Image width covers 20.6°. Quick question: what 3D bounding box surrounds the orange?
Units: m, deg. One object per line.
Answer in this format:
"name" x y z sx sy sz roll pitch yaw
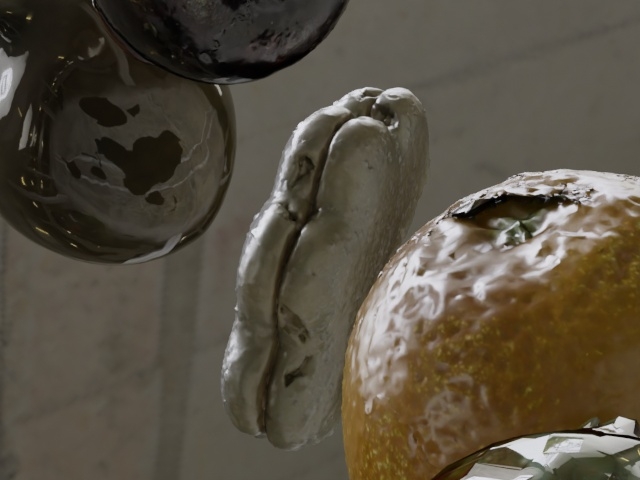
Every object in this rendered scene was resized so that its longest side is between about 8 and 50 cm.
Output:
"orange" 0.140 0.095 0.905 0.274 0.274 0.274 -27 -41 -27

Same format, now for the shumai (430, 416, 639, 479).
"shumai" 0.122 0.172 0.523 0.225 0.261 0.222 -47 -44 -48

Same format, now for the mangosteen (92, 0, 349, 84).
"mangosteen" -0.089 -0.219 1.329 0.211 0.250 0.211 0 -90 -26

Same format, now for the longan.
"longan" -0.234 -0.128 1.739 0.288 0.350 0.288 -32 -23 -16

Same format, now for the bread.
"bread" 0.005 0.002 1.465 0.183 0.102 0.337 77 -149 -63
